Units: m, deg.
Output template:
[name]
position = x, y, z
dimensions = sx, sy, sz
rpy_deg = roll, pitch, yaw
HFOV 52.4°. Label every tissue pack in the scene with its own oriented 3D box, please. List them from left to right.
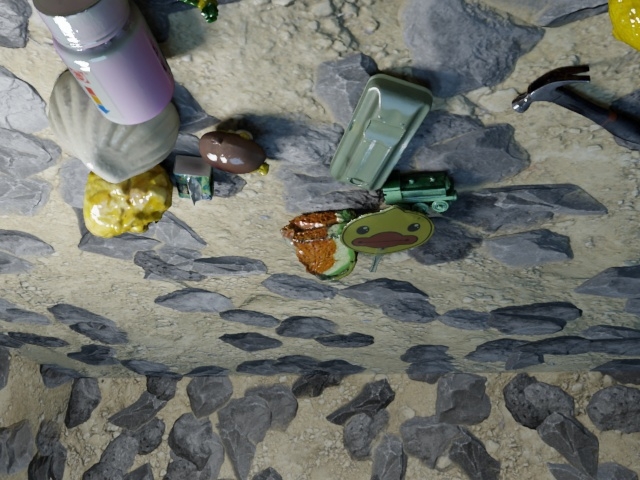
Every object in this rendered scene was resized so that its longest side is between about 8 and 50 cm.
[tissue pack]
position = -0.294, -0.135, 1.513
dimensions = 0.085, 0.079, 0.111
rpy_deg = 5, 153, -4

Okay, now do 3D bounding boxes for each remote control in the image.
[remote control]
position = 0.112, -0.203, 1.319
dimensions = 0.128, 0.066, 0.335
rpy_deg = 18, 152, -5

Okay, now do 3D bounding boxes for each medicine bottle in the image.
[medicine bottle]
position = -0.349, -0.320, 1.070
dimensions = 0.152, 0.152, 0.254
rpy_deg = 0, 152, 9

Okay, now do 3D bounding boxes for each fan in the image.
[fan]
position = 0.156, 0.003, 1.593
dimensions = 0.229, 0.011, 0.335
rpy_deg = -3, 152, -6

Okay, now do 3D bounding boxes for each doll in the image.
[doll]
position = -0.184, -0.188, 1.392
dimensions = 0.145, 0.096, 0.188
rpy_deg = 20, 179, 2

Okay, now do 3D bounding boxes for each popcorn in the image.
[popcorn]
position = -0.452, -0.094, 1.505
dimensions = 0.191, 0.190, 0.253
rpy_deg = 25, 151, -20

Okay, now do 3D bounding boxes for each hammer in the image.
[hammer]
position = 0.516, -0.243, 1.215
dimensions = 0.289, 0.037, 0.137
rpy_deg = 16, 153, -21

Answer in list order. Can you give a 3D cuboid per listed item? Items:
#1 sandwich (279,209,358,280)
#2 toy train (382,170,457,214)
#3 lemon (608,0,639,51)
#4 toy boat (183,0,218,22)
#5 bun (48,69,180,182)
[sandwich]
position = 0.011, 0.006, 1.730
dimensions = 0.212, 0.109, 0.292
rpy_deg = 5, 152, 15
[toy train]
position = 0.227, -0.112, 1.493
dimensions = 0.170, 0.071, 0.111
rpy_deg = -3, 146, 15
[lemon]
position = 0.487, -0.338, 0.870
dimensions = 0.180, 0.181, 0.193
rpy_deg = 18, 122, -25
[toy boat]
position = -0.248, -0.402, 0.957
dimensions = 0.229, 0.088, 0.089
rpy_deg = 21, 150, -31
[bun]
position = -0.420, -0.202, 1.296
dimensions = 0.263, 0.175, 0.263
rpy_deg = 5, 152, 2
